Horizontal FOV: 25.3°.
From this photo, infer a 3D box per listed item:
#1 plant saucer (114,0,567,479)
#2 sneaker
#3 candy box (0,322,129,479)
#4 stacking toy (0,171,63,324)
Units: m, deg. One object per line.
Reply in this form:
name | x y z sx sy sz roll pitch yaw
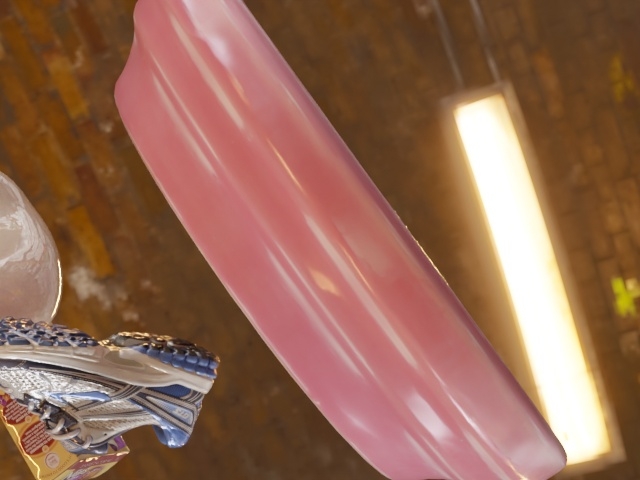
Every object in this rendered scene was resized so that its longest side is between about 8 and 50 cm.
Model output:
plant saucer | 0.000 0.000 0.743 0.332 0.084 0.332 54 -176 -5
sneaker | -0.112 0.069 0.642 0.135 0.052 0.058 10 -87 -24
candy box | -0.268 0.141 1.358 0.186 0.053 0.109 55 -168 14
stacking toy | -0.409 0.152 0.975 0.350 0.350 0.480 -7 -55 -58
